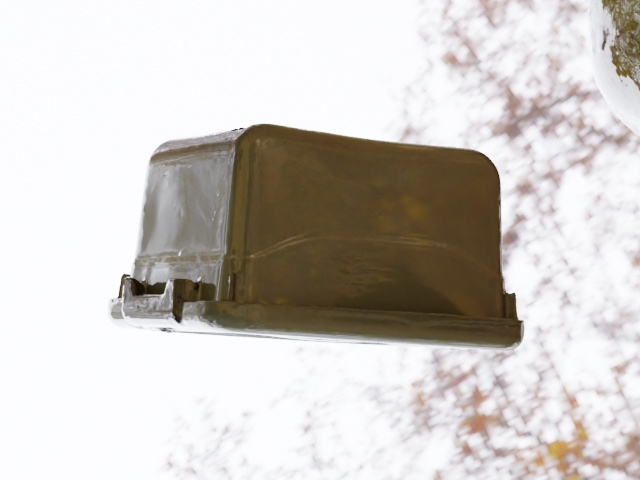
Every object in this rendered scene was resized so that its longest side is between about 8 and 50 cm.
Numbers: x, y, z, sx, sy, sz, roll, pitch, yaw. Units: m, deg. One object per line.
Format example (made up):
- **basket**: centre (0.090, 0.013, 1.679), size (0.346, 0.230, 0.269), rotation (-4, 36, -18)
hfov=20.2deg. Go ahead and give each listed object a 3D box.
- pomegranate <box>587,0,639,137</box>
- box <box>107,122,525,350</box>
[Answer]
- **pomegranate**: centre (0.227, -0.126, 0.964), size (0.246, 0.198, 0.198), rotation (3, -112, -53)
- **box**: centre (0.000, 0.000, 0.814), size (0.172, 0.124, 0.093), rotation (6, -94, -33)
